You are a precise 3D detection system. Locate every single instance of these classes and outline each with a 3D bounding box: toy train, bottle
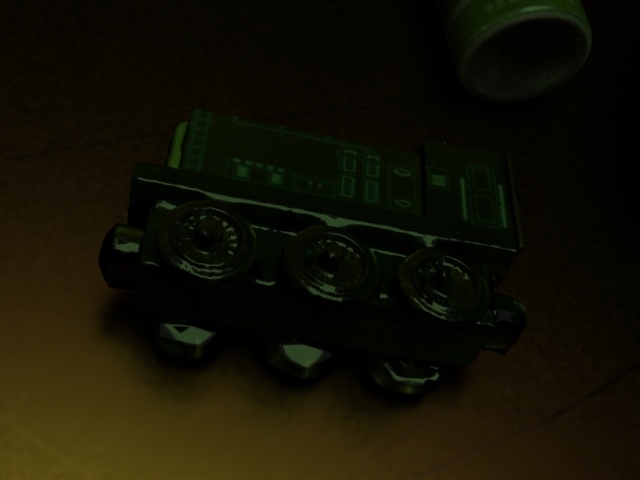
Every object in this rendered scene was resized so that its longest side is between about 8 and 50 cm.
[{"bbox_3d":[0.000,0.000,0.501,0.225,0.090,0.137,11,49,-9],"label":"toy train"},{"bbox_3d":[0.114,-0.258,0.691,0.093,0.093,0.330,1,58,-15],"label":"bottle"}]
